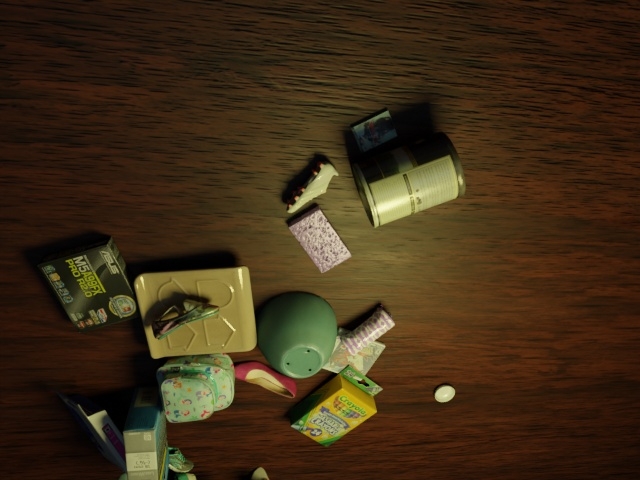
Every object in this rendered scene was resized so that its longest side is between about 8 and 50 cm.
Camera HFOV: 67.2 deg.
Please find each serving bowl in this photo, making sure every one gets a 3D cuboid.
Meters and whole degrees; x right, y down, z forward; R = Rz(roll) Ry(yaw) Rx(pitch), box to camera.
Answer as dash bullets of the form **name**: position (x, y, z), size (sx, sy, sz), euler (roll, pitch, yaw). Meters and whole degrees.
- **serving bowl**: position (0.502, 0.617, 1.961), size (0.083, 0.027, 0.083), euler (-4, 117, -8)

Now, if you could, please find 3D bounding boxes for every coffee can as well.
- **coffee can**: position (0.253, -0.175, 1.411), size (0.275, 0.201, 0.201), euler (-20, 118, 1)

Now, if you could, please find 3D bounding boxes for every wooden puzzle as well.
- **wooden puzzle**: position (-0.394, 0.225, 1.567), size (0.348, 0.080, 0.322), euler (-5, 116, -6)

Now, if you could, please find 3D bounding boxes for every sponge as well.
- **sponge**: position (0.000, 0.000, 1.554), size (0.117, 0.031, 0.210), euler (-31, 118, 7)

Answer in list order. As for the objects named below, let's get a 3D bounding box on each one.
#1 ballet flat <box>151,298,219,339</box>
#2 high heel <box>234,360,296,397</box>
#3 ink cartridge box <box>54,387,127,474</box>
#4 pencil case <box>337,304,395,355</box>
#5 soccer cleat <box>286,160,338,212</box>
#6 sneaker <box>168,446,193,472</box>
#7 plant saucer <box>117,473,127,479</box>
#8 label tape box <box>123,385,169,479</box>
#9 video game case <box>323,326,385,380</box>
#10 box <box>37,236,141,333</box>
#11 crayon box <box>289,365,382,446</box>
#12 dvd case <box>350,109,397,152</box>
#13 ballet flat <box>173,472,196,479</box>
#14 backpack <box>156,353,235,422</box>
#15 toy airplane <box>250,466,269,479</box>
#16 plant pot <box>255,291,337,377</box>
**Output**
- **ballet flat**: position (-0.425, 0.230, 1.486), size (0.222, 0.077, 0.079), euler (-25, 90, 4)
- **high heel**: position (-0.206, 0.507, 1.730), size (0.244, 0.117, 0.082), euler (16, 113, -17)
- **ink cartridge box**: position (-0.773, 0.651, 1.679), size (0.069, 0.176, 0.370), euler (-45, 129, -38)
- **pencil case**: position (0.167, 0.319, 1.705), size (0.206, 0.086, 0.088), euler (-38, 80, -2)
- **soccer cleat**: position (-0.026, -0.151, 1.454), size (0.076, 0.068, 0.196), euler (35, 104, -27)
- **sneaker**: position (-0.564, 0.847, 1.876), size (0.166, 0.065, 0.076), euler (31, 103, -25)
- **plant saucer**: position (-0.724, 0.999, 1.938), size (0.195, 0.037, 0.195), euler (-4, 117, -9)
- **label tape box**: position (-0.599, 0.717, 1.674), size (0.106, 0.240, 0.333), euler (-1, 108, -11)
- **video game case**: position (0.112, 0.427, 1.798), size (0.201, 0.023, 0.183), euler (23, 111, -20)
- **box**: position (-0.696, 0.141, 1.488), size (0.216, 0.060, 0.270), euler (-15, 119, -1)
- **crayon box**: position (0.065, 0.644, 1.853), size (0.323, 0.083, 0.203), euler (-42, 116, 17)
- **dvd case**: position (0.159, -0.322, 1.426), size (0.119, 0.013, 0.087), euler (-24, 118, 4)
- **ballet flat**: position (-0.534, 0.950, 1.888), size (0.087, 0.083, 0.247), euler (-15, 155, -32)
- **backpack**: position (-0.420, 0.492, 1.647), size (0.254, 0.191, 0.225), euler (-4, 113, -10)
- **toy airplane**: position (-0.355, 1.087, 1.950), size (0.384, 0.272, 0.386), euler (-11, 116, -48)
- **plant pot**: position (-0.073, 0.346, 1.627), size (0.290, 0.195, 0.290), euler (-4, 117, -8)
